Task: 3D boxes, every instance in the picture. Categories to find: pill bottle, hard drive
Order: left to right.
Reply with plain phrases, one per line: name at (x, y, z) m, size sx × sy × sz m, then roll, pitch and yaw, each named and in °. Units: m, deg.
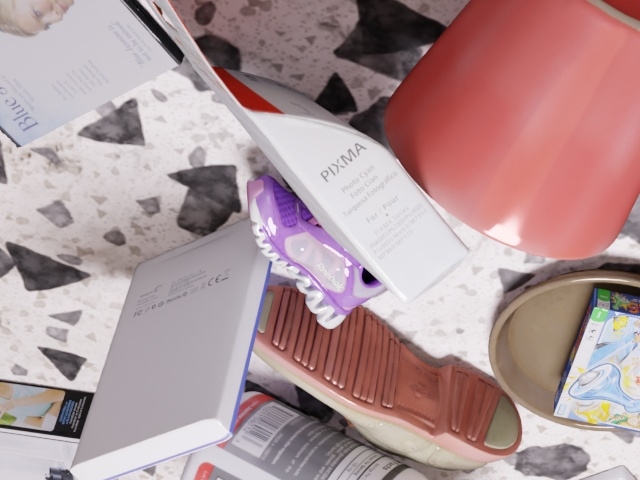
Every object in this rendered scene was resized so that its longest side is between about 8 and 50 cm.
hard drive at (-0.161, 0.120, 1.887) m, size 0.210 × 0.318 × 0.040 m, roll -22°, pitch 126°, yaw 29°
pill bottle at (0.017, 0.355, 2.080) m, size 0.363 × 0.210 × 0.210 m, roll 25°, pitch 139°, yaw 21°

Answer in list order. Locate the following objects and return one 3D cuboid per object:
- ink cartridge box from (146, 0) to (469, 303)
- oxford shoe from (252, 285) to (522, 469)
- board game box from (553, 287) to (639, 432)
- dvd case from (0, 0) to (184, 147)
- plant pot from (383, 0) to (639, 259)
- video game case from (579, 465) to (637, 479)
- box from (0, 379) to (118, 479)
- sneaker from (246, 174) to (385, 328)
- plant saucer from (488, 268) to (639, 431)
ink cartridge box at (-0.034, -0.135, 1.648) m, size 0.091 × 0.308 × 0.385 m, roll -39°, pitch 110°, yaw -2°
oxford shoe at (0.053, 0.192, 2.047) m, size 0.397 × 0.140 × 0.146 m, roll 31°, pitch 139°, yaw -15°
board game box at (0.365, 0.147, 1.950) m, size 0.136 × 0.035 × 0.201 m, roll 11°, pitch 135°, yaw 1°
dvd case at (-0.300, -0.211, 1.801) m, size 0.253 × 0.022 × 0.180 m, roll -23°, pitch 126°, yaw 30°
plant pot at (0.233, -0.159, 1.594) m, size 0.275 × 0.275 × 0.243 m, roll 23°, pitch 124°, yaw -11°
video game case at (0.373, 0.407, 2.268) m, size 0.227 × 0.026 × 0.206 m, roll -26°, pitch 124°, yaw 30°
box at (-0.426, 0.278, 2.262) m, size 0.290 × 0.087 × 0.169 m, roll 9°, pitch 135°, yaw 4°
sneaker at (0.000, 0.000, 1.906) m, size 0.105 × 0.095 × 0.236 m, roll -21°, pitch 131°, yaw 21°
plant saucer at (0.342, 0.130, 1.991) m, size 0.278 × 0.041 × 0.278 m, roll 6°, pitch 135°, yaw 7°
